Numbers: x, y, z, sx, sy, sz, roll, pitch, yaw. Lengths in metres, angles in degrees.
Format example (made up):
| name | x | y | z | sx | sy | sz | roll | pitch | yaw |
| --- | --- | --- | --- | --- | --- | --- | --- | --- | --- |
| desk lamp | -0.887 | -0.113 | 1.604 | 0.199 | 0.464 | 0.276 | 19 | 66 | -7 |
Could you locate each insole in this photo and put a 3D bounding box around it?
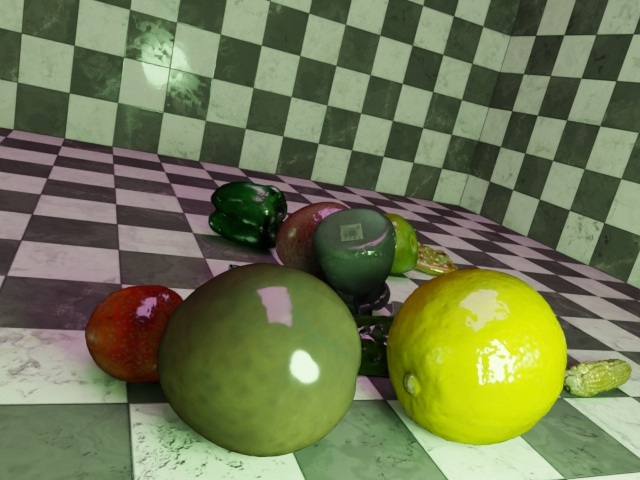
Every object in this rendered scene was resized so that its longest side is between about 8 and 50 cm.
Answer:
| name | x | y | z | sx | sy | sz | roll | pitch | yaw |
| --- | --- | --- | --- | --- | --- | --- | --- | --- | --- |
| insole | 0.239 | 0.219 | 1.571 | 0.080 | 0.003 | 0.232 | 15 | 15 | 5 |

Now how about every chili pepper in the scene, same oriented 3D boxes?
| name | x | y | z | sx | sy | sz | roll | pitch | yaw |
| --- | --- | --- | --- | --- | --- | --- | --- | --- | --- |
| chili pepper | -0.251 | -0.093 | 1.881 | 0.256 | 0.234 | 0.248 | 10 | -2 | 12 |

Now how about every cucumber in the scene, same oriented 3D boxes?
| name | x | y | z | sx | sy | sz | roll | pitch | yaw |
| --- | --- | --- | --- | --- | --- | --- | --- | --- | --- |
| cucumber | 0.180 | 0.242 | 1.258 | 0.325 | 0.105 | 0.145 | 9 | 15 | -27 |

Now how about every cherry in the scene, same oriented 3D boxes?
| name | x | y | z | sx | sy | sz | roll | pitch | yaw |
| --- | --- | --- | --- | --- | --- | --- | --- | --- | --- |
| cherry | 0.000 | 0.000 | 1.641 | 0.261 | 0.307 | 0.221 | 29 | 33 | -43 |

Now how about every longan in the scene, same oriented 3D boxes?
| name | x | y | z | sx | sy | sz | roll | pitch | yaw |
| --- | --- | --- | --- | --- | --- | --- | --- | --- | --- |
| longan | -0.094 | 0.184 | 0.854 | 0.318 | 0.319 | 0.319 | 13 | 15 | -3 |

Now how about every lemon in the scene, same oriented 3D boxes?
| name | x | y | z | sx | sy | sz | roll | pitch | yaw |
| --- | --- | --- | --- | --- | --- | --- | --- | --- | --- |
| lemon | 0.286 | 0.216 | 1.014 | 0.347 | 0.349 | 0.348 | 13 | 15 | -3 |

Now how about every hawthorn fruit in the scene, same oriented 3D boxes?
| name | x | y | z | sx | sy | sz | roll | pitch | yaw |
| --- | --- | --- | --- | --- | --- | --- | --- | --- | --- |
| hawthorn fruit | -0.334 | 0.168 | 0.959 | 0.200 | 0.179 | 0.179 | -4 | 9 | 19 |

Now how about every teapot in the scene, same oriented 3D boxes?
| name | x | y | z | sx | sy | sz | roll | pitch | yaw |
| --- | --- | --- | --- | --- | --- | --- | --- | --- | --- |
| teapot | 0.121 | 0.096 | 1.449 | 0.223 | 0.285 | 0.305 | -25 | 39 | -21 |

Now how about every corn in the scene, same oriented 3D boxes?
| name | x | y | z | sx | sy | sz | roll | pitch | yaw |
| --- | --- | --- | --- | --- | --- | --- | --- | --- | --- |
| corn | 0.718 | 0.346 | 1.376 | 0.288 | 0.087 | 0.086 | 3 | 18 | -38 |

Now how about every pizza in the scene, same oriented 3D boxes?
| name | x | y | z | sx | sy | sz | roll | pitch | yaw |
| --- | --- | --- | --- | --- | --- | --- | --- | --- | --- |
| pizza | 0.420 | 0.068 | 2.143 | 0.323 | 0.090 | 0.223 | 18 | 18 | 14 |

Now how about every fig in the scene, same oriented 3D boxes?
| name | x | y | z | sx | sy | sz | roll | pitch | yaw |
| --- | --- | --- | --- | --- | --- | --- | --- | --- | --- |
| fig | 0.197 | 0.015 | 1.944 | 0.313 | 0.233 | 0.233 | -4 | 14 | 5 |

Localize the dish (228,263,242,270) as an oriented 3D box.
| name | x | y | z | sx | sy | sz | roll | pitch | yaw |
| --- | --- | --- | --- | --- | --- | --- | --- | --- | --- |
| dish | -0.135 | 0.147 | 1.343 | 0.181 | 0.080 | 0.243 | 15 | 10 | -24 |
